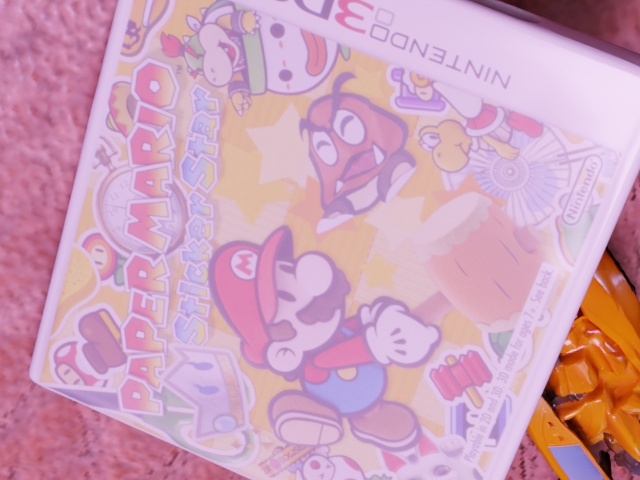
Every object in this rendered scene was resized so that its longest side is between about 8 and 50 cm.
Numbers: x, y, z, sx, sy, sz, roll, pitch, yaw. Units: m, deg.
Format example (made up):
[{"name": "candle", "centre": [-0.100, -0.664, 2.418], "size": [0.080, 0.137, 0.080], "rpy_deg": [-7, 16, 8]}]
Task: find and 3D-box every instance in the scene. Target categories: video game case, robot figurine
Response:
[{"name": "video game case", "centre": [0.000, 0.000, 0.550], "size": [0.206, 0.026, 0.227], "rpy_deg": [22, 116, 8]}, {"name": "robot figurine", "centre": [0.187, 0.071, 0.645], "size": [0.211, 0.085, 0.291], "rpy_deg": [-32, 120, 9]}]
